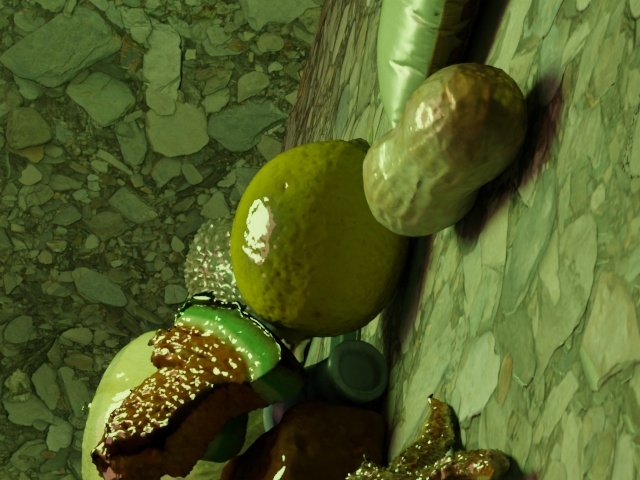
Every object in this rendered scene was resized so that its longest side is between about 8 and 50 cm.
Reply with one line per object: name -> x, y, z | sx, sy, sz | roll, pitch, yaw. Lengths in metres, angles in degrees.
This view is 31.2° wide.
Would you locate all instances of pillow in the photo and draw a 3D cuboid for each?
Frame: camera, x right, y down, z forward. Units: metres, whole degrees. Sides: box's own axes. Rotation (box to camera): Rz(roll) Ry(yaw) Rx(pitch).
pillow -> 0.143, -0.315, 1.482 | 0.312, 0.119, 0.310 | -83, 8, -55

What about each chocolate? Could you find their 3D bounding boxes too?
chocolate -> 0.125, -0.091, 1.232 | 0.309, 0.134, 0.134 | 119, 162, -68

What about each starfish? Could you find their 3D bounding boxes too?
starfish -> 0.027, 0.263, 1.083 | 0.293, 0.084, 0.301 | -42, 11, -2

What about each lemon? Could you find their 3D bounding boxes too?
lemon -> 0.001, -0.001, 1.551 | 0.267, 0.267, 0.267 | -167, 90, -82

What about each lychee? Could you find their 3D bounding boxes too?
lychee -> -0.129, 0.068, 2.269 | 0.300, 0.300, 0.300 | -167, 90, -82

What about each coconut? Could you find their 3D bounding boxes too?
coconut -> -0.179, 0.343, 1.984 | 0.404, 0.405, 0.404 | -167, 90, -82

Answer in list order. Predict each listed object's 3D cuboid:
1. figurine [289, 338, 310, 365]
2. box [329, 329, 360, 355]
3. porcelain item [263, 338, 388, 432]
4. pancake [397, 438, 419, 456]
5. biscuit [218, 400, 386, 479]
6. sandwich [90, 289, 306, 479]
figurine -> -0.071, 0.254, 2.292 | 0.083, 0.083, 0.187 | -91, 25, -59
box -> 0.039, 0.142, 1.818 | 0.091, 0.031, 0.126 | 114, 165, -55
porcelain item -> 0.004, 0.228, 1.605 | 0.259, 0.141, 0.141 | 126, 156, -52
pancake -> 0.095, 0.283, 1.248 | 0.139, 0.022, 0.139 | -168, 90, -81
biscuit -> -0.071, 0.418, 1.462 | 0.395, 0.166, 0.342 | -54, 20, 38
sandwich -> -0.162, 0.227, 1.490 | 0.301, 0.162, 0.250 | -42, 34, -24
